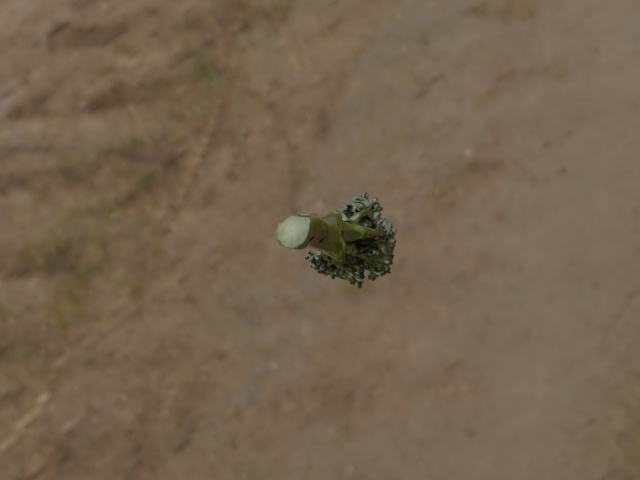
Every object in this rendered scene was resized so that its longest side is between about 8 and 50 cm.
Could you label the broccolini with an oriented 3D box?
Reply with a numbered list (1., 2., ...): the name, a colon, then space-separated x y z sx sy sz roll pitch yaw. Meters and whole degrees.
1. broccolini: -0.001 -0.002 1.349 0.058 0.216 0.067 16 94 17
